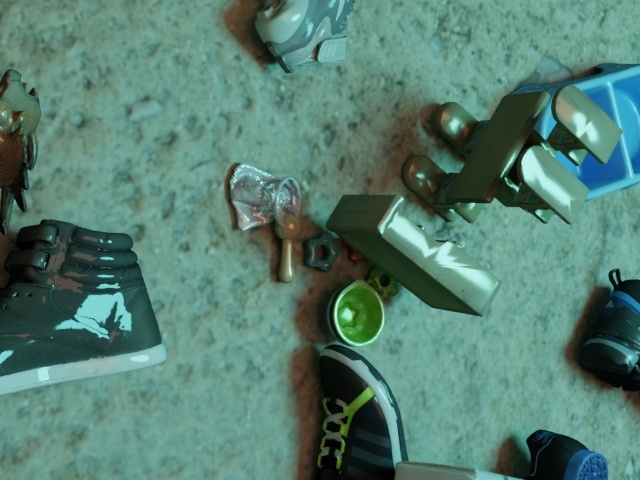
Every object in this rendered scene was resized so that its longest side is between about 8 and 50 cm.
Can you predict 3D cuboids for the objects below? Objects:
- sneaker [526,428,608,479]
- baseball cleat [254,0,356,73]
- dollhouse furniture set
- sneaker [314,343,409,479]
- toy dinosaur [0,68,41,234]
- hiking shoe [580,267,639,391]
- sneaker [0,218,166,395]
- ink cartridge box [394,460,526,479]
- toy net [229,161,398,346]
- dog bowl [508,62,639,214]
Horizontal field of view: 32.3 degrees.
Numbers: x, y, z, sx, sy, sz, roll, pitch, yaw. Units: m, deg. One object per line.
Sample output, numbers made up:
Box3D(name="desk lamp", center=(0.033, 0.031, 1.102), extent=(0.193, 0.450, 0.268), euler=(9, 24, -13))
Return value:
Box3D(name="sneaker", center=(0.288, 0.329, 1.310), extent=(0.081, 0.090, 0.232), euler=(-20, 119, -32))
Box3D(name="baseball cleat", center=(0.013, -0.260, 1.188), extent=(0.206, 0.072, 0.109), euler=(-45, 123, -21))
Box3D(name="dollhouse furniture set", center=(0.147, -0.068, 1.162), extent=(0.161, 0.212, 0.242), euler=(37, 75, -24))
Box3D(name="sneaker", center=(0.035, 0.226, 1.149), extent=(0.097, 0.084, 0.235), euler=(-23, 99, -30))
Box3D(name="toy dinosaur", center=(-0.355, -0.047, 0.915), extent=(0.295, 0.127, 0.200), euler=(-39, 145, -11))
Box3D(name="hiking shoe", center=(0.471, 0.157, 1.406), extent=(0.304, 0.113, 0.132), euler=(31, 72, -27))
Box3D(name="sneaker", center=(-0.278, 0.060, 0.961), extent=(0.295, 0.104, 0.147), euler=(-8, 89, -38))
Box3D(name="ink cartridge box", center=(0.149, 0.320, 1.150), extent=(0.219, 0.092, 0.160), euler=(31, 65, -58))
Box3D(name="toy net", center=(0.000, 0.000, 1.165), extent=(0.122, 0.045, 0.232), euler=(-47, 110, -25))
Box3D(name="dog bowl", center=(0.347, -0.132, 1.373), extent=(0.297, 0.074, 0.166), euler=(-18, 97, -31))
